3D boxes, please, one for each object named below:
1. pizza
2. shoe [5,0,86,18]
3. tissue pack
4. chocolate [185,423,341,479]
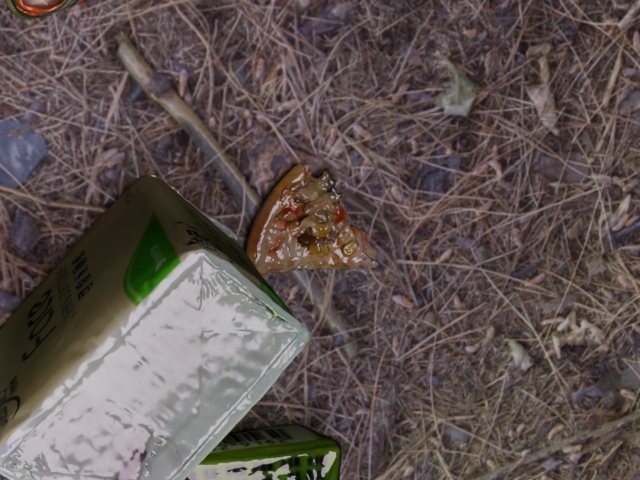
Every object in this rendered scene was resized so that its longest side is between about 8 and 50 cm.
[{"bbox_3d":[0.000,0.000,1.690,0.195,0.052,0.185,23,101,-22],"label":"pizza"},{"bbox_3d":[-0.291,-0.322,1.493,0.194,0.077,0.074,-25,110,-8],"label":"shoe"},{"bbox_3d":[-0.224,0.119,1.467,0.205,0.405,0.332,42,91,-19],"label":"tissue pack"},{"bbox_3d":[-0.130,0.410,1.723,0.300,0.137,0.289,-3,106,-14],"label":"chocolate"}]
